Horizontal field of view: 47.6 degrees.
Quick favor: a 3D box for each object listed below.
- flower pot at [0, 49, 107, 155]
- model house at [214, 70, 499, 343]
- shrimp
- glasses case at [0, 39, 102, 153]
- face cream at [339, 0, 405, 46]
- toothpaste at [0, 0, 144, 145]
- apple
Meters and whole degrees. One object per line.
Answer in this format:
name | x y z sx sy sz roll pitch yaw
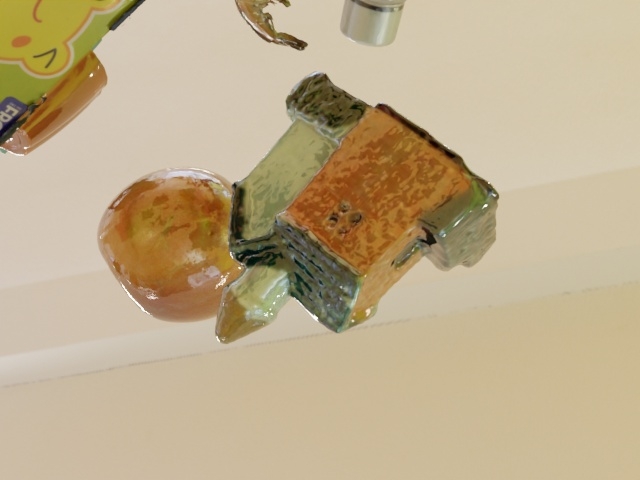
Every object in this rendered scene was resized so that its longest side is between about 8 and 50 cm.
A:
flower pot | -0.453 -0.234 1.118 0.191 0.190 0.173 12 -122 21
model house | 0.000 0.000 0.756 0.291 0.184 0.253 -44 -116 -9
shrimp | -0.038 -0.370 1.157 0.195 0.148 0.035 -6 -137 29
glasses case | -0.567 -0.321 1.403 0.117 0.070 0.301 32 -101 11
face cream | 0.094 -0.401 0.908 0.089 0.314 0.143 8 -142 -9
toothpaste | -0.193 -0.183 0.491 0.327 0.110 0.077 -40 -131 12
apple | -0.218 0.013 1.118 0.253 0.253 0.253 -6 -118 12
